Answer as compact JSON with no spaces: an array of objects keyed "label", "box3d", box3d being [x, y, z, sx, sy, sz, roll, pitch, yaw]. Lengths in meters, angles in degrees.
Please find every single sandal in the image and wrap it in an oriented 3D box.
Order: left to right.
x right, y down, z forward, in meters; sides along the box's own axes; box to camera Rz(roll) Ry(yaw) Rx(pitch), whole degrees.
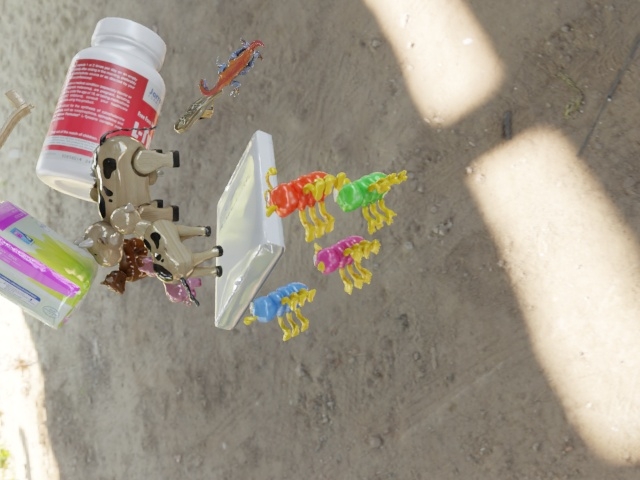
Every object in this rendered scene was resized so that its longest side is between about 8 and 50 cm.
[{"label":"sandal","box3d":[-0.308,-0.326,1.576,0.072,0.049,0.180,-3,44,40]}]

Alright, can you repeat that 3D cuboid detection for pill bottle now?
[{"label":"pill bottle","box3d":[-0.508,-0.308,1.473,0.229,0.229,0.408,-1,72,47]}]

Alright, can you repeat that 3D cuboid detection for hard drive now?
[{"label":"hard drive","box3d":[-0.149,-0.030,1.226,0.233,0.047,0.353,-56,28,33]}]

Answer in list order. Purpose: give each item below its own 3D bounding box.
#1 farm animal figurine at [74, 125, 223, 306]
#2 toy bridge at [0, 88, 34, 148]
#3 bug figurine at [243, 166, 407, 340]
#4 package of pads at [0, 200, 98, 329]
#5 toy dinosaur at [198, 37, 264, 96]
[{"label":"farm animal figurine","box3d":[-0.329,-0.037,1.067,0.330,0.172,0.327,-10,87,50]},{"label":"toy bridge","box3d":[-0.470,-0.134,0.825,0.063,0.188,0.026,47,159,10]},{"label":"bug figurine","box3d":[0.000,0.000,0.801,0.072,0.216,0.279,45,139,31]},{"label":"package of pads","box3d":[-0.524,0.035,1.117,0.101,0.229,0.296,-53,19,-3]},{"label":"toy dinosaur","box3d":[-0.114,-0.211,0.753,0.047,0.082,0.090,44,169,-3]}]
